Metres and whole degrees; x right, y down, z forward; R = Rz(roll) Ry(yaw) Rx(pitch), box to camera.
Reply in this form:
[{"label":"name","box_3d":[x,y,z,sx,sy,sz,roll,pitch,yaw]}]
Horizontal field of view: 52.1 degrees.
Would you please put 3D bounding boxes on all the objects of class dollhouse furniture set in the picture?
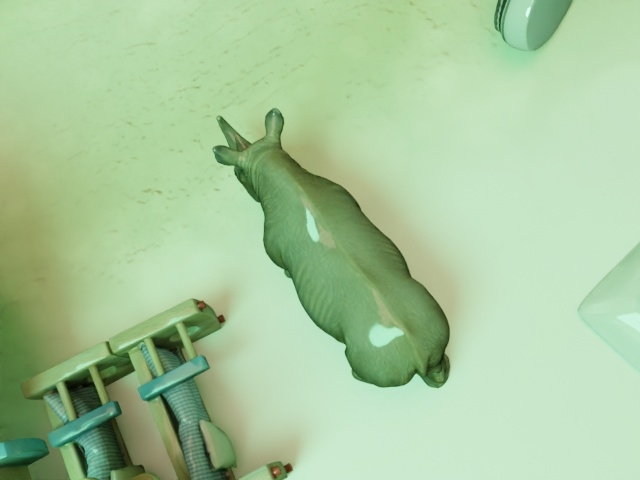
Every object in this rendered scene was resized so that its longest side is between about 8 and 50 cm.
[{"label":"dollhouse furniture set","box_3d":[-0.110,0.108,0.376,0.129,0.184,0.129,-27,72,-3]}]

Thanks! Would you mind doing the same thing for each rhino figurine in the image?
[{"label":"rhino figurine","box_3d":[0.000,0.000,0.439,0.073,0.106,0.243,-35,73,-6]}]

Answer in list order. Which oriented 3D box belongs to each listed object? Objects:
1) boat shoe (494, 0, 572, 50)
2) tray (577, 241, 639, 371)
[{"label":"boat shoe","box_3d":[0.174,-0.252,0.520,0.076,0.080,0.229,18,78,29]},{"label":"tray","box_3d":[0.322,0.005,0.445,0.270,0.030,0.145,-42,74,-7]}]
